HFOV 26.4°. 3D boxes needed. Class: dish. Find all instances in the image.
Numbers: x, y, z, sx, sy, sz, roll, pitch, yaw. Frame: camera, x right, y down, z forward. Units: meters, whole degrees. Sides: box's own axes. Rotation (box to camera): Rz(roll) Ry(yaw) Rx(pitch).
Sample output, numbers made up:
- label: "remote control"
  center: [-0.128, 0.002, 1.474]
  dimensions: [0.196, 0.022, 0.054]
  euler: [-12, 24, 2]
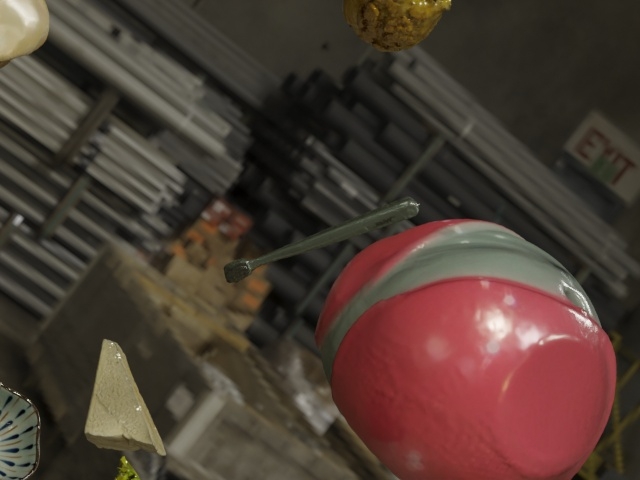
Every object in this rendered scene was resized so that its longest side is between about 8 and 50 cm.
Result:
- label: "dish"
  center: [-0.488, 0.286, 1.916]
  dimensions: [0.191, 0.190, 0.066]
  euler: [38, -35, 4]

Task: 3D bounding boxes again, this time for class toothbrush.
- label: "toothbrush"
  center: [0.000, 0.000, 1.931]
  dimensions: [0.030, 0.297, 0.030]
  euler: [-89, 157, -73]

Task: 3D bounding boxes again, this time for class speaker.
- label: "speaker"
  center: [0.137, 0.114, 1.317]
  dimensions: [0.294, 0.294, 0.294]
  euler: [38, 2, -2]

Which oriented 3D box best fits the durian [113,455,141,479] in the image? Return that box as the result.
- label: "durian"
  center: [-0.204, 0.369, 1.186]
  dimensions: [0.158, 0.351, 0.169]
  euler: [24, 24, -10]

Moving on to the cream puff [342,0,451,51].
- label: "cream puff"
  center: [0.137, -0.394, 2.256]
  dimensions: [0.189, 0.189, 0.129]
  euler: [35, 17, -52]

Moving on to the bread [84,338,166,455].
- label: "bread"
  center: [-0.259, 0.218, 1.890]
  dimensions: [0.105, 0.152, 0.077]
  euler: [4, -22, 10]

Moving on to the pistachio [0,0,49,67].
- label: "pistachio"
  center: [-0.390, -0.210, 1.178]
  dimensions: [0.321, 0.229, 0.238]
  euler: [12, 49, -49]
